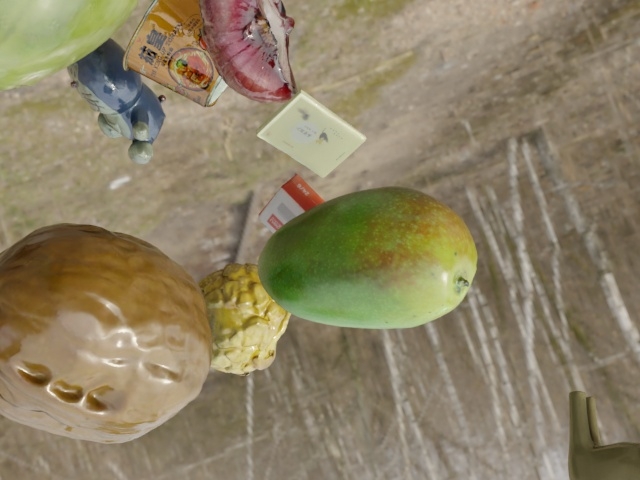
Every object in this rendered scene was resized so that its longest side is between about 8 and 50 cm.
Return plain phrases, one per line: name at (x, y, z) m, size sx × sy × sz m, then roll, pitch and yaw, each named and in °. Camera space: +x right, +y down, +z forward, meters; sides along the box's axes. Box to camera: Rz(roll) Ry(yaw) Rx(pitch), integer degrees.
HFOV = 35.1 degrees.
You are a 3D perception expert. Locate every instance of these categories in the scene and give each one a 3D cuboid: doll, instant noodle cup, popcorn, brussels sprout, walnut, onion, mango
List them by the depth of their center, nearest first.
brussels sprout at (-0.345, -0.311, 1.173) m, size 0.327 × 0.247 × 0.328 m, roll -22°, pitch -157°, yaw 10°
onion at (-0.107, -0.307, 1.523) m, size 0.120 × 0.227 × 0.283 m, roll -16°, pitch -172°, yaw 10°
mango at (0.063, 0.027, 1.567) m, size 0.381 × 0.225 × 0.201 m, roll -1°, pitch 156°, yaw 35°
walnut at (-0.369, 0.150, 1.590) m, size 0.397 × 0.308 × 0.354 m, roll 24°, pitch 120°, yaw -27°
instant noodle cup at (-0.228, -0.351, 1.819) m, size 0.216 × 0.172 × 0.216 m, roll -56°, pitch -177°, yaw 4°
doll at (-0.425, -0.302, 2.089) m, size 0.154 × 0.228 × 0.258 m, roll -43°, pitch 138°, yaw -2°
popcorn at (-0.181, 0.165, 2.165) m, size 0.250 × 0.250 × 0.190 m, roll -23°, pitch 169°, yaw 32°

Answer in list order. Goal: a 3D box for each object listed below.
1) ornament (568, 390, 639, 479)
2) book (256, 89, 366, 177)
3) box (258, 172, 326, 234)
ornament at (0.461, 0.325, 1.445) m, size 0.230 × 0.245 × 0.061 m, roll -17°, pitch 146°, yaw 40°
book at (-0.010, -0.123, 1.189) m, size 0.111 × 0.014 × 0.077 m, roll 31°, pitch 121°, yaw -35°
box at (0.000, 0.000, 1.798) m, size 0.050 × 0.229 × 0.123 m, roll -43°, pitch 177°, yaw -36°
